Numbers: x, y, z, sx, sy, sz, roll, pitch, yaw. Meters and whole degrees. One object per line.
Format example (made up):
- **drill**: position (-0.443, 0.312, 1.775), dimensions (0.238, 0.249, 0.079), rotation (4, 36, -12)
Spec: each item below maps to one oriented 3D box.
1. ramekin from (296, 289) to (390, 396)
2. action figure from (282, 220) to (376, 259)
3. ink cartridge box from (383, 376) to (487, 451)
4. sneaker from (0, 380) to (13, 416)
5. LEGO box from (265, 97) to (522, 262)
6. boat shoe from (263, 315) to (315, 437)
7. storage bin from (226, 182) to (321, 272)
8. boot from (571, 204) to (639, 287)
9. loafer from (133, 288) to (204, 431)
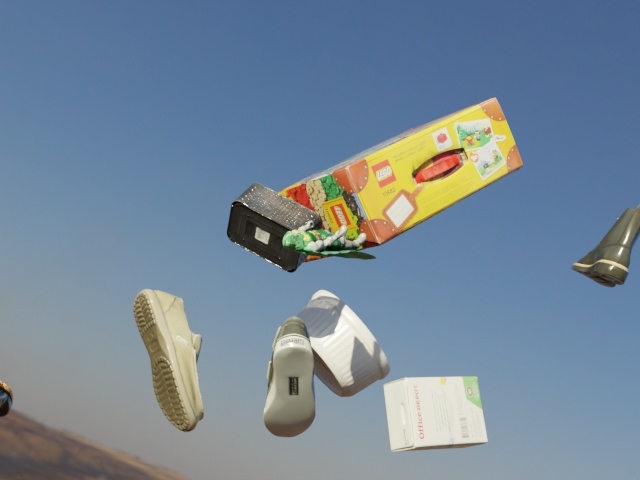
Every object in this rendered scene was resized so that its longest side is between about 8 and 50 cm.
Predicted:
- **ramekin**: position (0.035, 0.262, 2.394), dimensions (0.273, 0.127, 0.273), rotation (47, -16, 17)
- **action figure**: position (0.000, 0.000, 1.878), dimensions (0.137, 0.063, 0.232), rotation (21, 12, 30)
- **ink cartridge box**: position (0.257, 0.389, 2.194), dimensions (0.212, 0.154, 0.093), rotation (5, -20, -34)
- **sneaker**: position (-0.739, 0.337, 2.128), dimensions (0.084, 0.083, 0.215), rotation (-13, -38, 6)
- **LEGO box**: position (0.179, -0.143, 2.395), dimensions (0.372, 0.500, 0.193), rotation (-15, -79, 56)
- **boat shoe**: position (-0.041, 0.207, 1.458), dimensions (0.078, 0.070, 0.219), rotation (5, -50, -5)
- **storage bin**: position (-0.102, -0.028, 2.115), dimensions (0.180, 0.084, 0.122), rotation (27, -46, 13)
- **boot**: position (0.526, 0.009, 1.755), dimensions (0.077, 0.137, 0.198), rotation (25, -3, -5)
- **loafer**: position (-0.256, 0.209, 1.767), dimensions (0.092, 0.268, 0.102), rotation (-11, -12, -37)
